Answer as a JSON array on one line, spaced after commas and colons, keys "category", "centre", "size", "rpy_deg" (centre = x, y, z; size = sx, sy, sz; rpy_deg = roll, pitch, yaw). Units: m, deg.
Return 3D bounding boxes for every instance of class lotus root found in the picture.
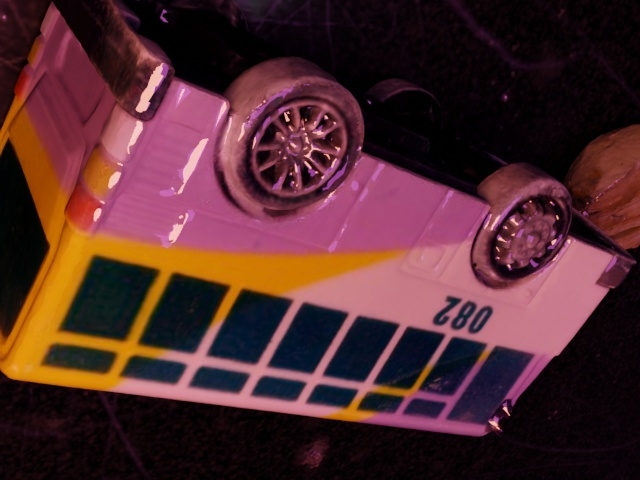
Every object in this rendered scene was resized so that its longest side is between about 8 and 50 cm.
[{"category": "lotus root", "centre": [0.293, -0.049, 0.842], "size": [0.144, 0.070, 0.143], "rpy_deg": [-19, 134, -26]}]

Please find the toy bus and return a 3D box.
[{"category": "toy bus", "centre": [0.000, 0.000, 0.592], "size": [0.440, 0.209, 0.249], "rpy_deg": [16, 111, -38]}]
